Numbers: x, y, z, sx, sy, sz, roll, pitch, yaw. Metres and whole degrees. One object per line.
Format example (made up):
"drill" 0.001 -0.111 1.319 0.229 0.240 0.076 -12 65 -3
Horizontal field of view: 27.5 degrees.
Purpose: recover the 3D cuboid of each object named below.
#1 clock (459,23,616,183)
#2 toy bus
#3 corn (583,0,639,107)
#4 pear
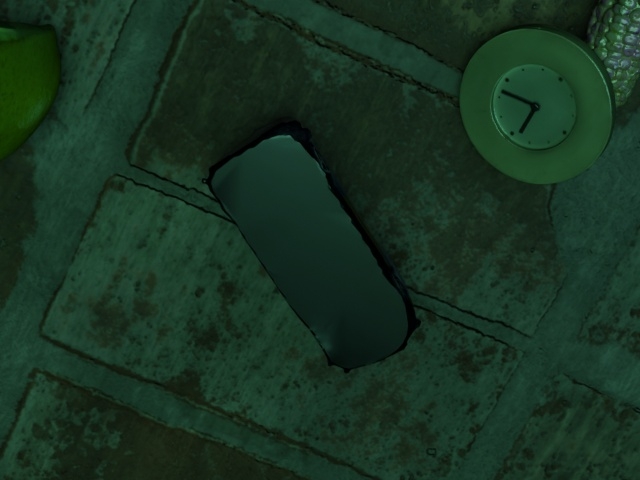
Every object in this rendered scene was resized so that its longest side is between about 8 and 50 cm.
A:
"clock" 0.314 -0.196 1.901 0.235 0.029 0.235 13 117 26
"toy bus" 0.000 0.000 1.948 0.171 0.162 0.386 -30 105 12
"corn" 0.452 -0.339 1.859 0.127 0.126 0.335 21 107 -7
"pear" -0.552 -0.191 1.814 0.342 0.318 0.238 -1 104 2
